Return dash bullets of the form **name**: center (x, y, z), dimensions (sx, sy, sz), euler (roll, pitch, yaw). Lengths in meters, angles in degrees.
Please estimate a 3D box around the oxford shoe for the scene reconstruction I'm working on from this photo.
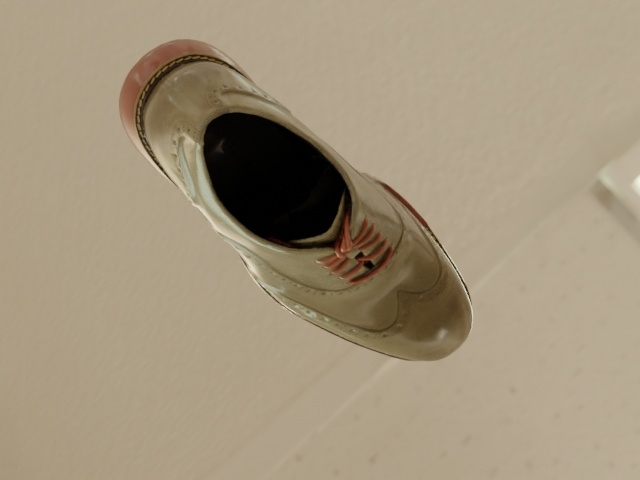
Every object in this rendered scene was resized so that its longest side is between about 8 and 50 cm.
- **oxford shoe**: center (0.000, 0.000, 1.353), dimensions (0.348, 0.123, 0.130), euler (37, -176, -32)
